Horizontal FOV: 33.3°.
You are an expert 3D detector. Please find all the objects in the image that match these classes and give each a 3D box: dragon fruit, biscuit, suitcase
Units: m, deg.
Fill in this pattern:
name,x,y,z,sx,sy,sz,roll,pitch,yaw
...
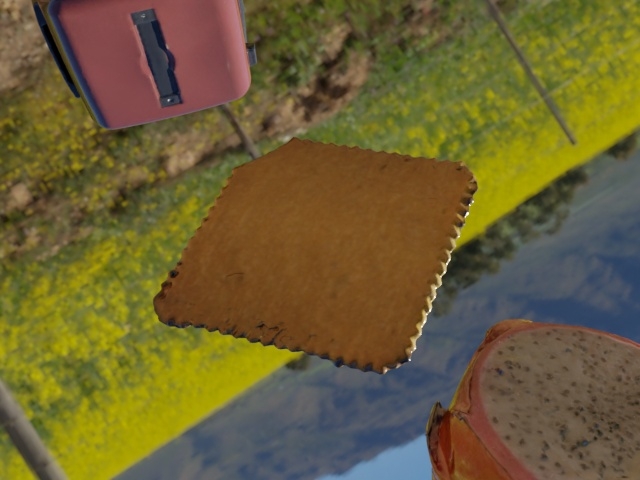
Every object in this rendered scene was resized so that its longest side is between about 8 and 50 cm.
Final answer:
name,x,y,z,sx,sy,sz,roll,pitch,yaw
dragon fruit,0.235,0.232,1.017,0.291,0.291,0.189,-29,142,-44
biscuit,0.000,0.000,0.923,0.013,0.232,0.237,77,31,-47
suitcase,-0.206,-0.273,1.253,0.236,0.161,0.297,-14,157,-3
